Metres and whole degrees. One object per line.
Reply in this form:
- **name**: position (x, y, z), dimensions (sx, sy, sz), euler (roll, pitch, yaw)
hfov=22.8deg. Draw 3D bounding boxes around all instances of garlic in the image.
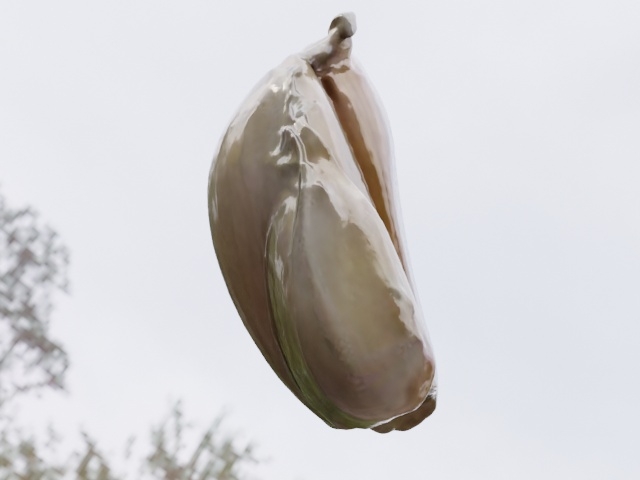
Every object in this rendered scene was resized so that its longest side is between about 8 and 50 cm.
- **garlic**: position (0.000, 0.000, 0.882), dimensions (0.110, 0.228, 0.217), euler (-12, -13, 7)
